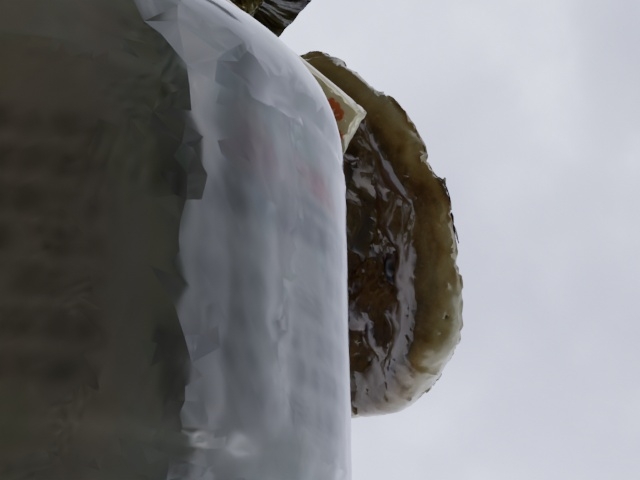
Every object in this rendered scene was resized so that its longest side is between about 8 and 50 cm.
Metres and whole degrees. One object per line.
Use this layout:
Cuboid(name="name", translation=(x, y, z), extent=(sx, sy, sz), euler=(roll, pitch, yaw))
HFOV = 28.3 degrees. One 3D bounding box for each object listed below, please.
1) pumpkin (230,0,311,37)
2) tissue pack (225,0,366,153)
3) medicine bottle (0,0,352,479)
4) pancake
Cuboid(name="pumpkin", translation=(-0.060, -0.204, 1.075), extent=(0.074, 0.083, 0.054), euler=(-44, -148, 41))
Cuboid(name="tissue pack", translation=(-0.087, -0.116, 0.953), extent=(0.148, 0.196, 0.092), euler=(-1, -121, 57))
Cuboid(name="medicine bottle", translation=(-0.115, 0.093, 0.419), extent=(0.256, 0.256, 0.324), euler=(-9, -110, 20))
Cuboid(name="pancake", translation=(0.001, -0.001, 1.177), extent=(0.356, 0.065, 0.356), euler=(18, -64, 40))
